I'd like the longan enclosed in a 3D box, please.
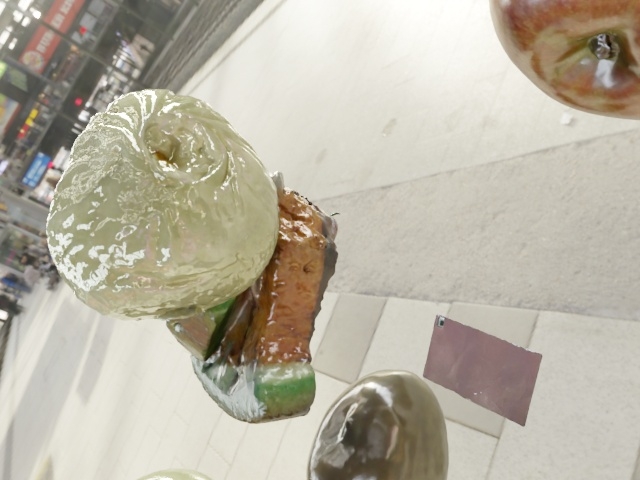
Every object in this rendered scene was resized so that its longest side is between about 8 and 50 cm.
[{"bbox_3d":[0.113,0.425,1.109,0.288,0.288,0.350,5,74,64],"label":"longan"}]

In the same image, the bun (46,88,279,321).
[{"bbox_3d":[-0.157,-0.039,0.550,0.153,0.243,0.244,113,173,-62],"label":"bun"}]

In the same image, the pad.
[{"bbox_3d":[0.245,0.196,0.871,0.187,0.006,0.113,18,99,46],"label":"pad"}]

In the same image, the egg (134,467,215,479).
[{"bbox_3d":[-0.257,0.488,0.890,0.269,0.219,0.219,-44,25,1],"label":"egg"}]

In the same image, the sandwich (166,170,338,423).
[{"bbox_3d":[-0.094,0.061,0.678,0.250,0.162,0.301,18,94,59],"label":"sandwich"}]

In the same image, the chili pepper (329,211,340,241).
[{"bbox_3d":[0.001,0.001,1.069,0.050,0.041,0.153,-29,29,44],"label":"chili pepper"}]

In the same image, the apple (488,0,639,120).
[{"bbox_3d":[0.195,-0.168,0.325,0.174,0.188,0.188,-59,24,-9],"label":"apple"}]
